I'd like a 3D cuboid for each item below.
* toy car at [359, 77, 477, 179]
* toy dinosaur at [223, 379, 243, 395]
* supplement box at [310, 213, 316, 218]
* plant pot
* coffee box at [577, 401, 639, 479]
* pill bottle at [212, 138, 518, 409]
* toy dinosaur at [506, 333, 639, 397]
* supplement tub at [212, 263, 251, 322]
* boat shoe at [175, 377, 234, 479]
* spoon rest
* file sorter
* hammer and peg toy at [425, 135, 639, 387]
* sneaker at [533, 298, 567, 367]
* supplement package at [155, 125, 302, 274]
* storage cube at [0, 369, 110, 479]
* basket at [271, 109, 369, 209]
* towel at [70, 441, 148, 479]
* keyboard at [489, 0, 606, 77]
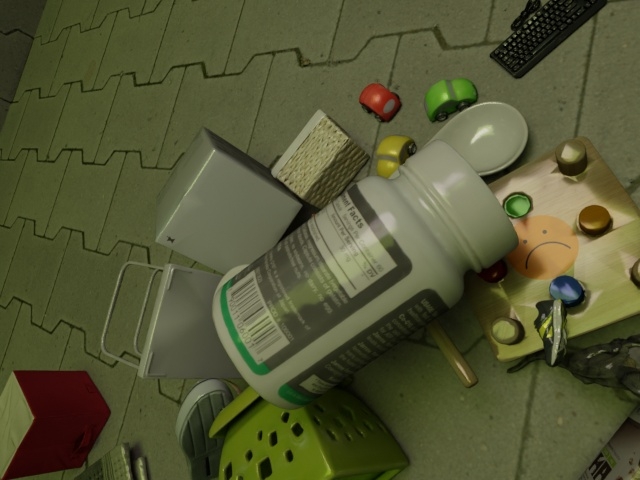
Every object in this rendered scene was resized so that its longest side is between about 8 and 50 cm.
[{"bbox_3d":[0.183,-0.251,0.854,0.225,0.053,0.239,-22,65,27],"label":"toy car"},{"bbox_3d":[-0.128,0.342,0.861,0.053,0.092,0.183,-37,60,19],"label":"toy dinosaur"},{"bbox_3d":[0.000,0.000,0.911,0.062,0.036,0.098,14,84,35],"label":"supplement box"},{"bbox_3d":[-0.034,0.335,0.728,0.227,0.228,0.207,-44,51,16],"label":"plant pot"},{"bbox_3d":[0.441,0.247,0.480,0.168,0.119,0.297,35,97,22],"label":"coffee box"},{"bbox_3d":[0.055,0.045,0.590,0.361,0.204,0.204,-36,59,10],"label":"pill bottle"},{"bbox_3d":[0.358,0.152,0.562,0.118,0.268,0.064,-19,85,-12],"label":"toy dinosaur"},{"bbox_3d":[-0.086,0.130,0.830,0.144,0.200,0.144,-10,71,30],"label":"supplement tub"},{"bbox_3d":[-0.232,0.355,0.853,0.094,0.109,0.302,50,139,41],"label":"boat shoe"},{"bbox_3d":[0.223,-0.138,0.777,0.276,0.084,0.137,-34,61,22],"label":"spoon rest"},{"bbox_3d":[-0.254,0.159,0.891,0.173,0.278,0.193,5,79,39],"label":"file sorter"},{"bbox_3d":[0.281,0.044,0.659,0.361,0.127,0.266,-31,63,23],"label":"hammer and peg toy"},{"bbox_3d":[0.283,0.113,0.548,0.035,0.031,0.083,-2,73,46],"label":"sneaker"},{"bbox_3d":[-0.201,-0.080,0.913,0.199,0.198,0.262,-55,28,8],"label":"supplement package"},{"bbox_3d":[-0.706,0.465,1.146,0.215,0.193,0.183,33,96,36],"label":"storage cube"},{"bbox_3d":[0.003,-0.159,0.910,0.167,0.113,0.103,-51,58,11],"label":"basket"},{"bbox_3d":[-0.500,0.682,1.043,0.312,0.056,0.324,-39,61,22],"label":"towel"},{"bbox_3d":[0.385,-0.381,0.778,0.180,0.023,0.108,-41,58,16],"label":"keyboard"}]
